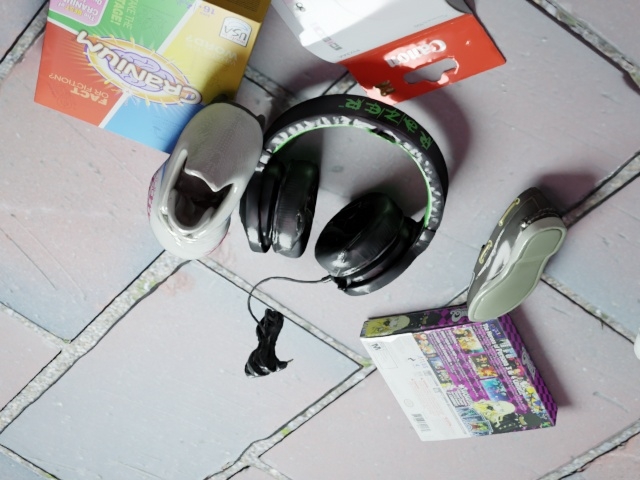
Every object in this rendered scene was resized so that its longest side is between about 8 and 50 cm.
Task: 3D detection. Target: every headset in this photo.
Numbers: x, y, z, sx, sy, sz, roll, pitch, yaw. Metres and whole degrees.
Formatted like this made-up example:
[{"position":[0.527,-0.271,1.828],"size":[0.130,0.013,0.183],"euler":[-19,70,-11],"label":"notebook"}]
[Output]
[{"position":[0.000,0.000,2.042],"size":[0.243,0.185,0.394],"euler":[25,130,-7],"label":"headset"}]

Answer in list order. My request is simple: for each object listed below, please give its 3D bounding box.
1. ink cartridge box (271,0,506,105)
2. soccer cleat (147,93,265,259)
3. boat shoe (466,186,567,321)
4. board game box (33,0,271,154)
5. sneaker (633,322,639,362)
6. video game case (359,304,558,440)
[{"position":[0.075,-0.244,1.864],"size":[0.189,0.066,0.232],"euler":[-18,123,32],"label":"ink cartridge box"},{"position":[-0.162,-0.046,1.976],"size":[0.116,0.143,0.331],"euler":[27,146,-2],"label":"soccer cleat"},{"position":[0.241,0.022,2.072],"size":[0.081,0.069,0.228],"euler":[-6,147,-27],"label":"boat shoe"},{"position":[-0.203,-0.230,1.923],"size":[0.242,0.064,0.316],"euler":[21,148,-3],"label":"board game box"},{"position":[0.525,0.145,2.101],"size":[0.235,0.090,0.095],"euler":[11,150,12],"label":"sneaker"},{"position":[0.195,0.187,2.271],"size":[0.210,0.042,0.232],"euler":[-10,130,27],"label":"video game case"}]
